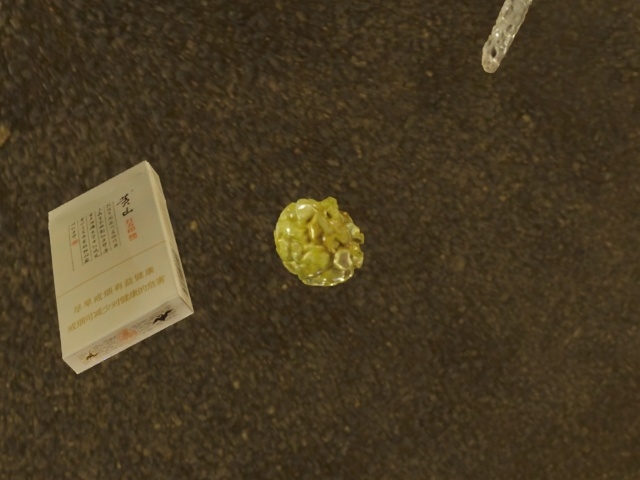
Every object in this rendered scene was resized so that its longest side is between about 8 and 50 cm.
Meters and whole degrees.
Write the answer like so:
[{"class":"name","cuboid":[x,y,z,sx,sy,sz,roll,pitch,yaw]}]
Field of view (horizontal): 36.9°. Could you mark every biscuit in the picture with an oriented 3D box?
[{"class":"biscuit","cuboid":[0.256,-0.328,1.142,0.032,0.133,0.250,25,124,5]}]

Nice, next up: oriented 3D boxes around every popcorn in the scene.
[{"class":"popcorn","cuboid":[0.000,0.000,1.231,0.120,0.106,0.116,16,96,7]}]

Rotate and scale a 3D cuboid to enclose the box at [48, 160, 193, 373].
[{"class":"box","cuboid":[-0.332,0.030,1.548,0.204,0.365,0.051,-28,132,4]}]
